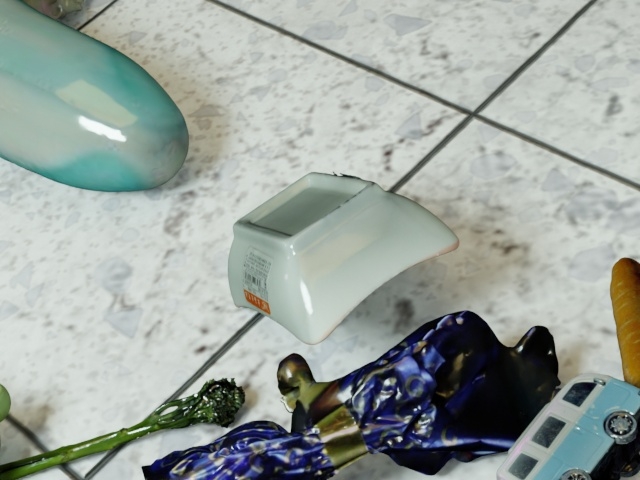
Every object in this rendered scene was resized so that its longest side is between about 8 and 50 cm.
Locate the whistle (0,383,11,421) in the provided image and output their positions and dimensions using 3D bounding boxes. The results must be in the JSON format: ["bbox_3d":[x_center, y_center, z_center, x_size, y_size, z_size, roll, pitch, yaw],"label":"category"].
[{"bbox_3d":[-0.328,0.219,1.112,0.131,0.106,0.288,-12,44,23],"label":"whistle"}]

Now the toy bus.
[{"bbox_3d":[0.185,0.152,1.023,0.075,0.060,0.123,27,62,34],"label":"toy bus"}]

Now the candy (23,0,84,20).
[{"bbox_3d":[-0.378,-0.315,1.601,0.195,0.185,0.137,7,46,31],"label":"candy"}]

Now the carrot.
[{"bbox_3d":[0.251,0.065,1.096,0.048,0.048,0.139,-10,43,11],"label":"carrot"}]

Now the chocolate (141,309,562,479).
[{"bbox_3d":[0.025,0.140,1.047,0.343,0.126,0.148,-27,68,-9],"label":"chocolate"}]

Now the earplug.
[{"bbox_3d":[-0.260,-0.141,1.403,0.324,0.185,0.185,24,59,28],"label":"earplug"}]

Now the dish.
[{"bbox_3d":[0.000,0.000,1.163,0.151,0.077,0.212,-33,17,-14],"label":"dish"}]

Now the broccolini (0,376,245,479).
[{"bbox_3d":[-0.165,0.159,1.169,0.218,0.044,0.042,-18,59,10],"label":"broccolini"}]
